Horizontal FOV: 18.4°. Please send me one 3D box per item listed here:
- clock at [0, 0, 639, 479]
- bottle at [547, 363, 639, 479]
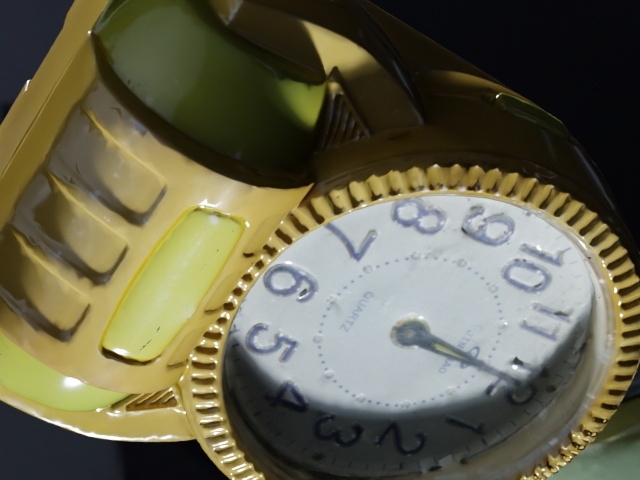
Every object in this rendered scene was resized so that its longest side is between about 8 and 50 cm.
[{"bbox_3d":[0.000,0.000,0.950,0.244,0.317,0.200,-55,-156,28],"label":"clock"},{"bbox_3d":[0.210,0.183,1.153,0.168,0.168,0.347,44,-19,58],"label":"bottle"}]
